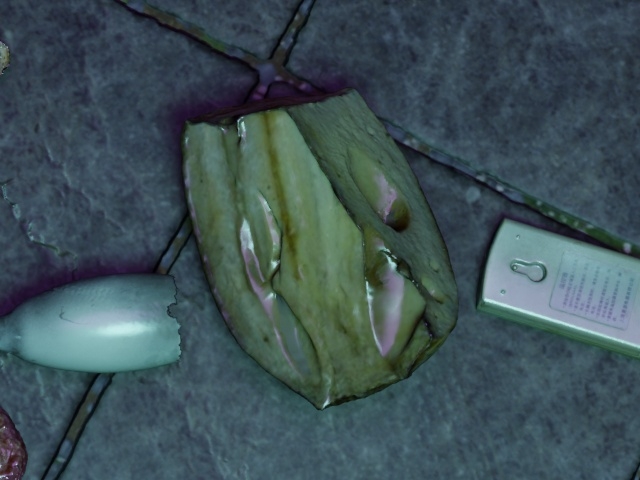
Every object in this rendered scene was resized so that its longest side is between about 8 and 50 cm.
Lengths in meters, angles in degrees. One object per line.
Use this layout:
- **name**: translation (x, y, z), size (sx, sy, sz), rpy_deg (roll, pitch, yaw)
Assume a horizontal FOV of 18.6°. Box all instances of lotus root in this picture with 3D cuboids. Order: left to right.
- **lotus root**: translation (0.004, -0.001, 1.858), size (0.210, 0.142, 0.314), rpy_deg (-23, 81, 26)

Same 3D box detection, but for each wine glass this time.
- **wine glass**: translation (-0.298, 0.007, 1.836), size (0.309, 0.096, 0.264), rpy_deg (-6, 71, -10)

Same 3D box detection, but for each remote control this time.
- **remote control**: translation (0.271, 0.054, 1.913), size (0.233, 0.038, 0.098), rpy_deg (17, 73, 0)

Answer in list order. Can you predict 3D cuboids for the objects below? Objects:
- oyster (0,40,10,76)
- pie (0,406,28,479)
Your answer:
- **oyster**: translation (-0.344, -0.187, 1.922), size (0.083, 0.019, 0.054), rpy_deg (40, 76, 3)
- **pie**: translation (-0.350, 0.201, 1.803), size (0.153, 0.038, 0.153), rpy_deg (2, 73, -8)
